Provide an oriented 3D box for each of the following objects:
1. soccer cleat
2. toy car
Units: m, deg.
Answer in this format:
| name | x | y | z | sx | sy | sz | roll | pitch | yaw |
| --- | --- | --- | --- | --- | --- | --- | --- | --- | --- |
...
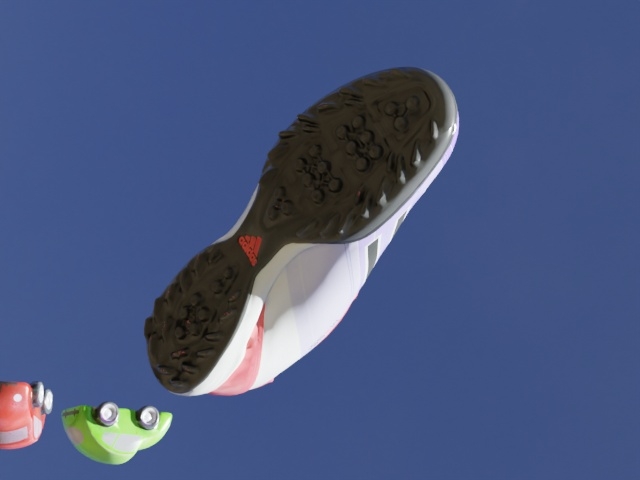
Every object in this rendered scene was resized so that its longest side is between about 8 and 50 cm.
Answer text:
| name | x | y | z | sx | sy | sz | roll | pitch | yaw |
| --- | --- | --- | --- | --- | --- | --- | --- | --- | --- |
| soccer cleat | 0.000 | 0.000 | 0.966 | 0.318 | 0.116 | 0.108 | -48 | -125 | 25 |
| toy car | -0.234 | 0.166 | 1.154 | 0.239 | 0.225 | 0.053 | -20 | -115 | 53 |
